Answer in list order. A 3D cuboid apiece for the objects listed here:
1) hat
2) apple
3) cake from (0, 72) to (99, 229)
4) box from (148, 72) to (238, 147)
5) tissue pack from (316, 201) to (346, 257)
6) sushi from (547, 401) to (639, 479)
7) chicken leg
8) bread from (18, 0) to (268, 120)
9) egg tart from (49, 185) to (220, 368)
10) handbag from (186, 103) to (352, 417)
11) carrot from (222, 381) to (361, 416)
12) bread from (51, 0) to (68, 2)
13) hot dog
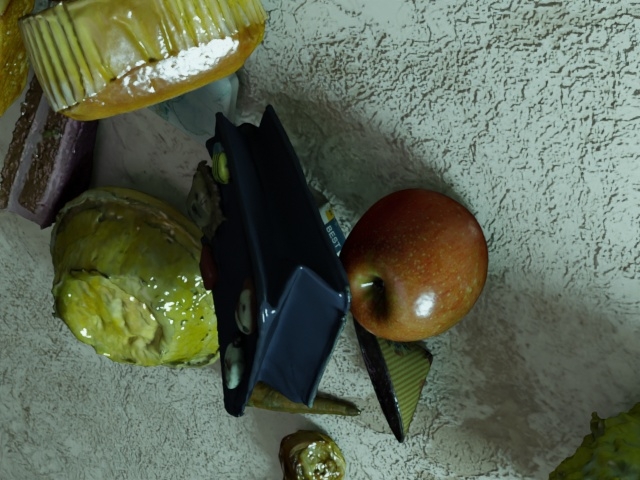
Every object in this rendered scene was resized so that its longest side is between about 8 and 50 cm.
[{"bbox_3d":[0.111,0.166,1.821,0.193,0.082,0.193,161,90,-83],"label":"hat"},{"bbox_3d":[0.108,0.029,1.645,0.181,0.168,0.181,26,129,37],"label":"apple"},{"bbox_3d":[-0.388,-0.161,2.046,0.116,0.113,0.295,35,125,16],"label":"cake"},{"bbox_3d":[-0.228,-0.239,1.854,0.285,0.044,0.142,34,142,20],"label":"box"},{"bbox_3d":[0.000,0.000,1.803,0.042,0.062,0.083,-8,113,51],"label":"tissue pack"},{"bbox_3d":[0.425,0.381,1.557,0.396,0.240,0.351,18,129,29],"label":"sushi"},{"bbox_3d":[-0.026,0.376,2.109,0.107,0.087,0.251,58,152,25],"label":"chicken leg"},{"bbox_3d":[-0.208,-0.247,1.655,0.204,0.288,0.156,-118,6,-76],"label":"bread"},{"bbox_3d":[-0.279,0.085,2.045,0.345,0.132,0.345,16,136,16],"label":"egg tart"},{"bbox_3d":[-0.085,0.029,1.747,0.303,0.122,0.329,108,148,-55],"label":"handbag"},{"bbox_3d":[-0.045,0.239,2.046,0.254,0.049,0.049,6,123,36],"label":"carrot"},{"bbox_3d":[-0.337,-0.407,1.750,0.212,0.142,0.224,44,140,12],"label":"bread"},{"bbox_3d":[-0.491,-0.296,1.912,0.153,0.150,0.256,27,136,8],"label":"hot dog"}]
